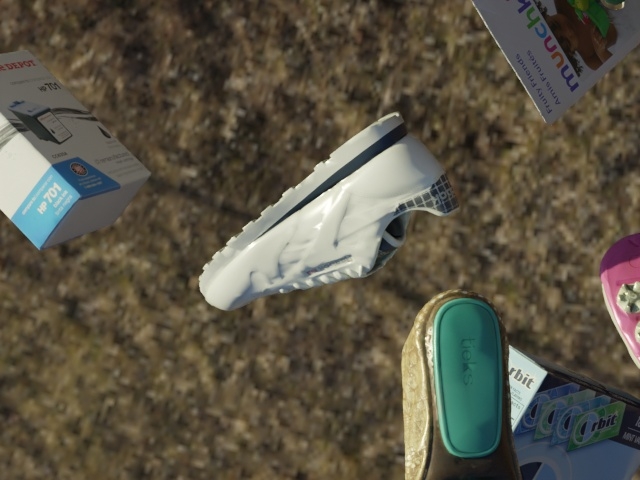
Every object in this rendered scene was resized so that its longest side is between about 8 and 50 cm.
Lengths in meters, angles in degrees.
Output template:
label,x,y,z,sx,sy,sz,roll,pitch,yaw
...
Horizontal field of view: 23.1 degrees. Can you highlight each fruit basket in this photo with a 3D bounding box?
label,x,y,z,sx,sy,sz,roll,pitch,yaw
fruit basket,0.219,-0.320,1.413,0.165,0.353,0.327,-23,103,43

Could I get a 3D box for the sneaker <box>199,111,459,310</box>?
label,x,y,z,sx,sy,sz,roll,pitch,yaw
sneaker,0.000,0.000,1.232,0.235,0.090,0.095,-38,93,32

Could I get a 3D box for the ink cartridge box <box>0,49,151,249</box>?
label,x,y,z,sx,sy,sz,roll,pitch,yaw
ink cartridge box,-0.284,-0.093,1.554,0.190,0.139,0.082,46,115,8

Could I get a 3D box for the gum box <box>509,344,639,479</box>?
label,x,y,z,sx,sy,sz,roll,pitch,yaw
gum box,0.128,0.170,1.015,0.157,0.184,0.041,23,-171,-47

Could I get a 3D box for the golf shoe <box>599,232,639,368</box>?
label,x,y,z,sx,sy,sz,roll,pitch,yaw
golf shoe,0.331,0.126,1.246,0.306,0.115,0.140,49,168,17

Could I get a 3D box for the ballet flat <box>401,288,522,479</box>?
label,x,y,z,sx,sy,sz,roll,pitch,yaw
ballet flat,0.078,0.132,0.883,0.073,0.206,0.067,6,169,-11
